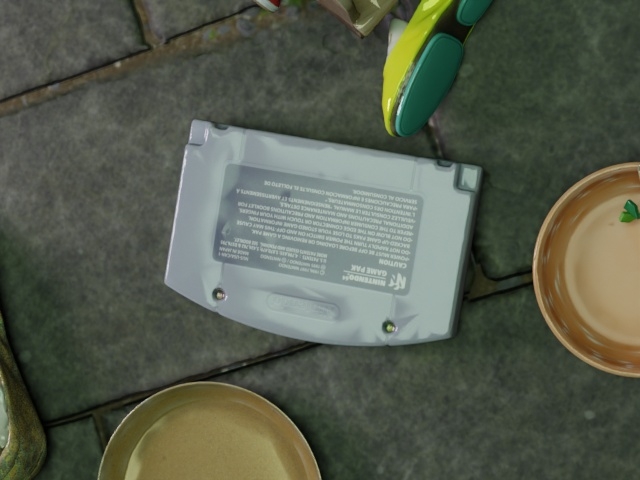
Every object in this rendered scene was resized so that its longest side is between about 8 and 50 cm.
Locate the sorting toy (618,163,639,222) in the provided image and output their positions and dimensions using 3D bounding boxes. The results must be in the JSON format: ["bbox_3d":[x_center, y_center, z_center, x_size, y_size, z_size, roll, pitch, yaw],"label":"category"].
[{"bbox_3d":[0.311,-0.043,1.564,0.083,0.012,0.062,-12,93,10],"label":"sorting toy"}]

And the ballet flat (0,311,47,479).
[{"bbox_3d":[-0.380,0.092,1.724,0.123,0.123,0.349,-25,85,13],"label":"ballet flat"}]

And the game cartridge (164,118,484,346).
[{"bbox_3d":[0.000,0.000,1.661,0.294,0.060,0.196,11,90,14],"label":"game cartridge"}]

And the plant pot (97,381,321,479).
[{"bbox_3d":[-0.107,0.257,1.702,0.236,0.032,0.236,0,90,14],"label":"plant pot"}]

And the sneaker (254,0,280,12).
[{"bbox_3d":[-0.062,-0.285,1.674,0.067,0.042,0.118,-39,80,15],"label":"sneaker"}]

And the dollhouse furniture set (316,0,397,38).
[{"bbox_3d":[0.040,-0.419,1.562,0.303,0.174,0.355,41,91,5],"label":"dollhouse furniture set"}]

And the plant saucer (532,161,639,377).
[{"bbox_3d":[0.299,0.027,1.594,0.200,0.037,0.200,0,90,15],"label":"plant saucer"}]

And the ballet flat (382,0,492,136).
[{"bbox_3d":[0.109,-0.209,1.626,0.077,0.077,0.231,33,96,32],"label":"ballet flat"}]
